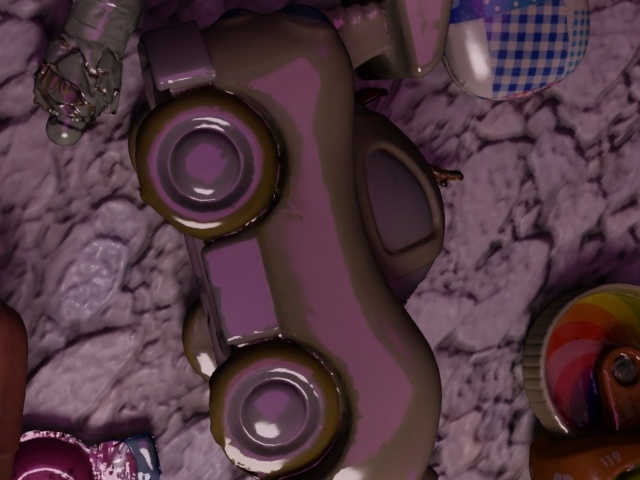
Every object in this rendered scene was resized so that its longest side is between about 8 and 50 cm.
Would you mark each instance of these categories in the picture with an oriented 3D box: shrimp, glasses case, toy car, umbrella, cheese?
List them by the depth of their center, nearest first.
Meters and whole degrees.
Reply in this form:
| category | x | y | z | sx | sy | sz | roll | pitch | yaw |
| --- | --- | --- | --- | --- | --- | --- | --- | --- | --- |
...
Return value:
| category | x | y | z | sx | sy | sz | roll | pitch | yaw |
| --- | --- | --- | --- | --- | --- | --- | --- | --- | --- |
| toy car | 0.000 | 0.000 | 0.692 | 0.226 | 0.242 | 0.336 | -17 | 101 | -9 |
| umbrella | -0.168 | -0.137 | 0.717 | 0.067 | 0.062 | 0.143 | 14 | 97 | -48 |
| glasses case | 0.124 | -0.270 | 0.759 | 0.125 | 0.076 | 0.327 | -19 | 104 | -10 |
| cheese | -0.199 | 0.188 | 0.777 | 0.145 | 0.038 | 0.095 | -12 | 105 | -13 |
| shrimp | 0.060 | -0.076 | 0.806 | 0.127 | 0.025 | 0.091 | 9 | 96 | -14 |
| toy car | 0.278 | 0.139 | 0.861 | 0.235 | 0.145 | 0.235 | 1 | 84 | -11 |

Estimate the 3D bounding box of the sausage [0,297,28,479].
| category | x | y | z | sx | sy | sz | roll | pitch | yaw |
| --- | --- | --- | --- | --- | --- | --- | --- | --- | --- |
| sausage | -0.281 | 0.233 | 0.723 | 0.088 | 0.088 | 0.433 | 12 | 105 | -17 |
